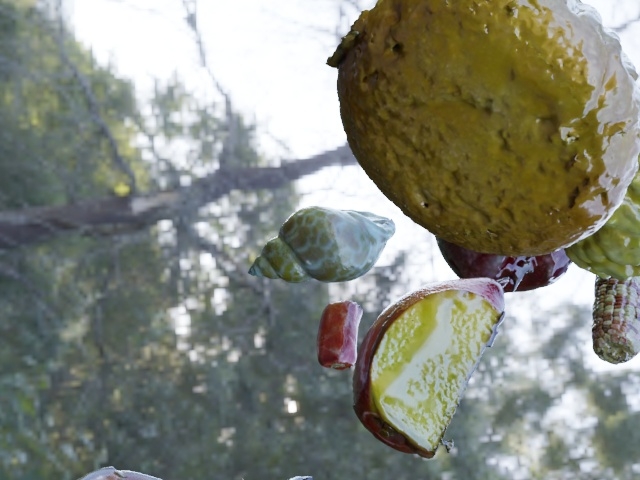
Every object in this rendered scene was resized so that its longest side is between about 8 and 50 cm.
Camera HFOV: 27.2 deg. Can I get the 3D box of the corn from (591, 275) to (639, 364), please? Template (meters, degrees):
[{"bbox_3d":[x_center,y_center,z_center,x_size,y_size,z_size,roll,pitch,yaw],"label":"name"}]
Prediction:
[{"bbox_3d":[0.486,0.088,2.158,0.086,0.086,0.253,110,-5,-49],"label":"corn"}]

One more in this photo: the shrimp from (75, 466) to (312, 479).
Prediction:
[{"bbox_3d":[-0.141,0.259,1.148,0.062,0.317,0.164,3,-65,57],"label":"shrimp"}]

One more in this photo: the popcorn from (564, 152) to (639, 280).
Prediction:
[{"bbox_3d":[0.396,-0.074,1.727,0.225,0.249,0.249,30,-45,14],"label":"popcorn"}]

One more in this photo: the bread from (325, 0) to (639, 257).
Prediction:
[{"bbox_3d":[0.130,-0.099,0.987,0.240,0.139,0.240,16,-55,25],"label":"bread"}]

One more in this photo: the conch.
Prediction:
[{"bbox_3d":[0.014,0.005,1.669,0.116,0.173,0.106,33,-58,36],"label":"conch"}]

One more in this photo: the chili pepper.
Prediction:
[{"bbox_3d":[0.032,0.163,2.253,0.070,0.073,0.123,122,-21,-51],"label":"chili pepper"}]

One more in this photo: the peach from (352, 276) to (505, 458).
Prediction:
[{"bbox_3d":[0.135,0.149,1.785,0.267,0.154,0.159,-62,-174,-14],"label":"peach"}]

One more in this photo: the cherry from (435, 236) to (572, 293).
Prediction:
[{"bbox_3d":[0.285,-0.036,2.088,0.203,0.230,0.300,121,-36,-46],"label":"cherry"}]
